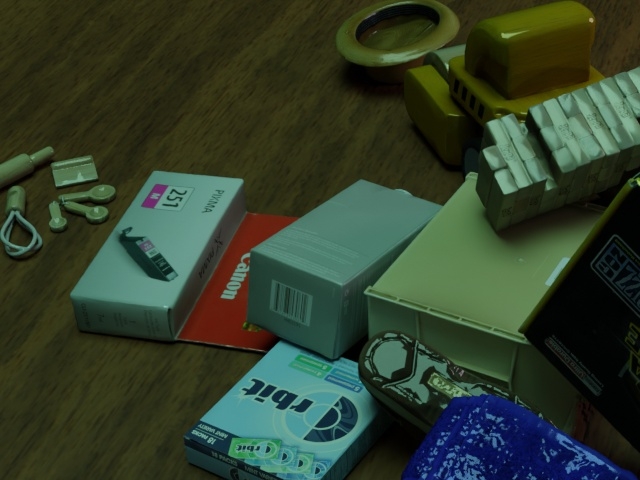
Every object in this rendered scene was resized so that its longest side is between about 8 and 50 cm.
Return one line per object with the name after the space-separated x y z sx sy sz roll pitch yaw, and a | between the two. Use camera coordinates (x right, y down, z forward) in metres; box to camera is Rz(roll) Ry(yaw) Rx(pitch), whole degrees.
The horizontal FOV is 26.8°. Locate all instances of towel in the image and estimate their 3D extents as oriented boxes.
0.146 0.283 1.149 0.227 0.076 0.308 27 53 17 | towel

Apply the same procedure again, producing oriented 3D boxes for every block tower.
0.332 -0.122 1.470 0.335 0.097 0.091 -20 66 -9 | block tower

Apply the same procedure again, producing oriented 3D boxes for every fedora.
0.118 -0.292 2.017 0.194 0.079 0.194 -6 39 5 | fedora

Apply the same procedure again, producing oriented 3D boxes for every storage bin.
0.218 0.066 1.470 0.260 0.123 0.262 17 40 26 | storage bin

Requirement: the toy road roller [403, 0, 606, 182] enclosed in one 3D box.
0.254 -0.215 1.755 0.202 0.241 0.329 -14 37 -14 | toy road roller

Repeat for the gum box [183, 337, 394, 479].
-0.023 0.187 1.394 0.157 0.041 0.184 18 40 28 | gum box

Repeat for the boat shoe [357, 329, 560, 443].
0.150 0.186 1.334 0.257 0.095 0.095 39 69 15 | boat shoe

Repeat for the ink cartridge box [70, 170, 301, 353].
-0.138 0.019 1.628 0.239 0.060 0.275 5 37 15 | ink cartridge box

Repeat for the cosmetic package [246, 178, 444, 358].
0.033 0.025 1.527 0.127 0.107 0.238 21 30 29 | cosmetic package

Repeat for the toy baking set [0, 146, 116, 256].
-0.390 -0.051 1.776 0.256 0.030 0.197 -29 42 -30 | toy baking set

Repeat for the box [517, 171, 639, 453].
0.352 0.113 1.177 0.079 0.257 0.322 -32 71 -35 | box

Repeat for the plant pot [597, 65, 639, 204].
0.449 -0.070 1.588 0.215 0.215 0.230 -18 52 -18 | plant pot

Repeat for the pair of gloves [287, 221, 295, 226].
0.000 0.000 1.661 0.074 0.010 0.083 -13 46 -34 | pair of gloves
